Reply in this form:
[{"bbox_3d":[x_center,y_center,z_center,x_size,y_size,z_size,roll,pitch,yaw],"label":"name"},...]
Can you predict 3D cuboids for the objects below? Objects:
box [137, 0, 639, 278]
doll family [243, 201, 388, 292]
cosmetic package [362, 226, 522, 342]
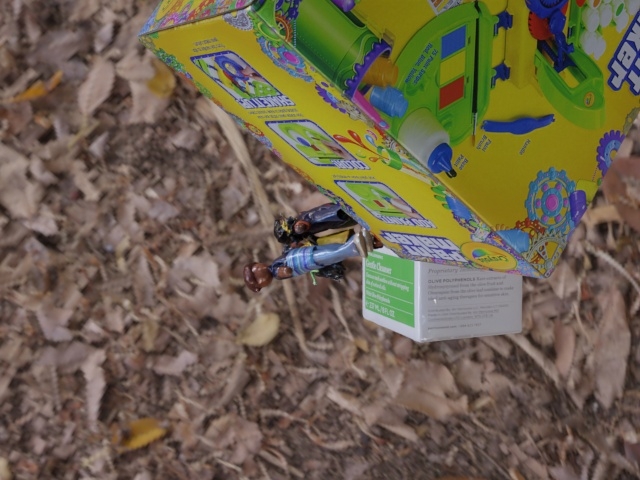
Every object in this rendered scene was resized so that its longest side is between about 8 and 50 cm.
[{"bbox_3d":[0.085,-0.173,0.772,0.290,0.279,0.177,-58,28,-15],"label":"box"},{"bbox_3d":[0.000,0.000,0.973,0.111,0.193,0.076,-13,85,17],"label":"doll family"},{"bbox_3d":[0.156,-0.068,1.445,0.155,0.197,0.365,-4,95,-19],"label":"cosmetic package"}]
